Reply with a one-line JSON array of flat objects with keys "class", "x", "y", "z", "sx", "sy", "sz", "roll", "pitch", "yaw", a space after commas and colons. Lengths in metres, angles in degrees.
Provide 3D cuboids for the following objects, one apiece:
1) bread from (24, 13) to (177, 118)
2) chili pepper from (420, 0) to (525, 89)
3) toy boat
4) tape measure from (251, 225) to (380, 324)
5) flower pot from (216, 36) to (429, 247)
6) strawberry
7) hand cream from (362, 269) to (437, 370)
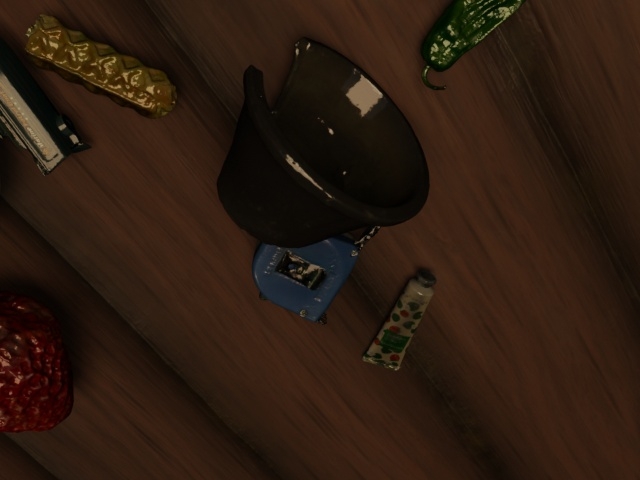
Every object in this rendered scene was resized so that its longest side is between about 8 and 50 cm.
[{"class": "bread", "x": -0.386, "y": -0.304, "z": 1.046, "sx": 0.269, "sy": 0.087, "sz": 0.098, "roll": 24, "pitch": 114, "yaw": -11}, {"class": "chili pepper", "x": 0.265, "y": -0.380, "z": 1.012, "sx": 0.257, "sy": 0.074, "sz": 0.100, "roll": -40, "pitch": 110, "yaw": 17}, {"class": "toy boat", "x": -0.563, "y": -0.257, "z": 1.056, "sx": 0.122, "sy": 0.114, "sz": 0.296, "roll": -30, "pitch": 114, "yaw": 5}, {"class": "tape measure", "x": 0.000, "y": 0.000, "z": 1.198, "sx": 0.215, "sy": 0.098, "sz": 0.351, "roll": 26, "pitch": 112, "yaw": -13}, {"class": "flower pot", "x": -0.018, "y": -0.126, "z": 1.021, "sx": 0.379, "sy": 0.379, "sz": 0.251, "roll": 36, "pitch": 129, "yaw": -16}, {"class": "strawberry", "x": -0.653, "y": 0.256, "z": 1.240, "sx": 0.310, "sy": 0.291, "sz": 0.291, "roll": 18, "pitch": 119, "yaw": -38}, {"class": "hand cream", "x": 0.184, "y": 0.186, "z": 1.314, "sx": 0.095, "sy": 0.059, "sz": 0.276, "roll": 18, "pitch": 120, "yaw": -6}]
